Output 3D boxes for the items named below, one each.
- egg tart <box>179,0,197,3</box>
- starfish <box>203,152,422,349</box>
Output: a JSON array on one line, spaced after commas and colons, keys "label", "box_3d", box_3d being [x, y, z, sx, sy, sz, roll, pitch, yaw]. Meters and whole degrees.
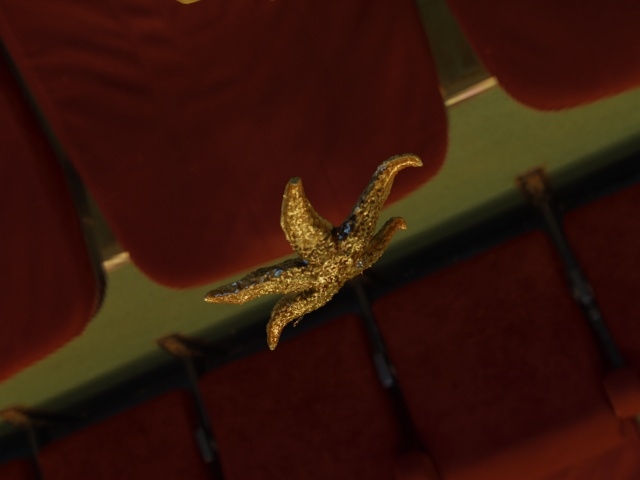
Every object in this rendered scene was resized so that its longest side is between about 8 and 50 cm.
[{"label": "egg tart", "box_3d": [0.008, -0.216, 0.474, 0.319, 0.319, 0.128, -19, 120, -2]}, {"label": "starfish", "box_3d": [0.000, 0.000, 0.888, 0.208, 0.053, 0.176, -40, 142, -4]}]
